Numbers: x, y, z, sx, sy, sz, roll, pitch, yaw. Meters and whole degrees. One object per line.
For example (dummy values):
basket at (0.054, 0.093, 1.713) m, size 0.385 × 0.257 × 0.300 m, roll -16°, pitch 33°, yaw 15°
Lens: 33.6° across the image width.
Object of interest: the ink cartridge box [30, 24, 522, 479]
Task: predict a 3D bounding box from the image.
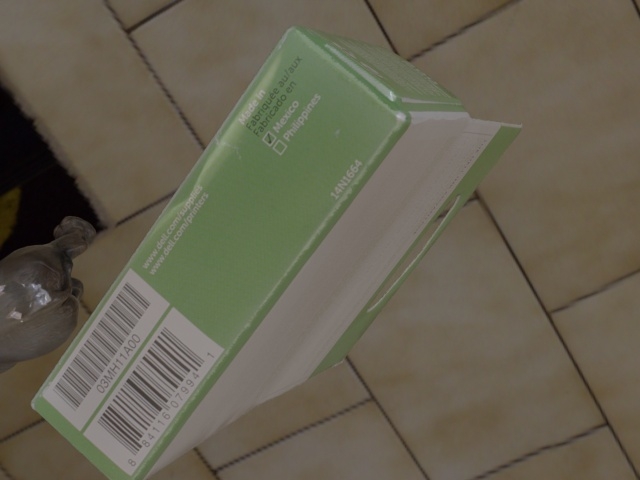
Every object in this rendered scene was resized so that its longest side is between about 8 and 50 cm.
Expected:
ink cartridge box at (0.000, 0.000, 0.460) m, size 0.056 × 0.235 × 0.171 m, roll 40°, pitch 107°, yaw 11°

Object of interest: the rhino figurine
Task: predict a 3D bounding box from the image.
rhino figurine at (-0.259, 0.066, 0.694) m, size 0.243 × 0.106 × 0.073 m, roll -23°, pitch 109°, yaw 7°
